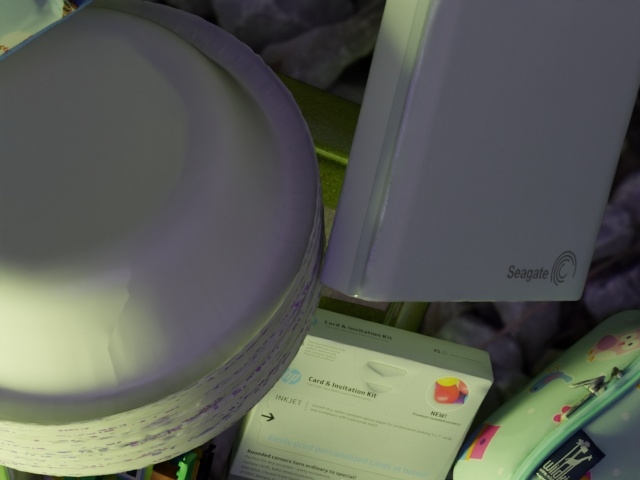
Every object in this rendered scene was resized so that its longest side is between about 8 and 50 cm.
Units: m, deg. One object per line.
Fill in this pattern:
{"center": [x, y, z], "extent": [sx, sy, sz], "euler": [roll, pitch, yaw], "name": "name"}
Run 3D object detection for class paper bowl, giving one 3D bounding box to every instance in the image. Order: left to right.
{"center": [-0.140, -0.020, 0.830], "extent": [0.284, 0.148, 0.284], "euler": [-1, 61, 2], "name": "paper bowl"}

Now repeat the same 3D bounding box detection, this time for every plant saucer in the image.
{"center": [0.000, 0.000, 0.975], "extent": [0.188, 0.045, 0.188], "euler": [20, 101, -10], "name": "plant saucer"}

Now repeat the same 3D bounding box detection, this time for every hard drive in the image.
{"center": [0.128, -0.136, 0.872], "extent": [0.233, 0.047, 0.353], "euler": [3, 105, -48], "name": "hard drive"}

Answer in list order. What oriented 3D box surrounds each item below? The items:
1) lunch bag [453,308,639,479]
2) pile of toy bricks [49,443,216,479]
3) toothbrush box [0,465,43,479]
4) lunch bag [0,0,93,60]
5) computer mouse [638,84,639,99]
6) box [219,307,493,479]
{"center": [0.240, 0.194, 1.000], "extent": [0.224, 0.108, 0.279], "euler": [-37, 107, -11], "name": "lunch bag"}
{"center": [-0.140, 0.155, 0.971], "extent": [0.105, 0.118, 0.212], "euler": [20, 113, 12], "name": "pile of toy bricks"}
{"center": [-0.333, 0.170, 0.945], "extent": [0.283, 0.122, 0.206], "euler": [-11, 105, -4], "name": "toothbrush box"}
{"center": [-0.229, -0.164, 0.792], "extent": [0.303, 0.243, 0.115], "euler": [-30, 122, 3], "name": "lunch bag"}
{"center": [0.342, -0.104, 0.980], "extent": [0.262, 0.060, 0.184], "euler": [-19, 110, 11], "name": "computer mouse"}
{"center": [0.017, 0.140, 0.989], "extent": [0.145, 0.038, 0.186], "euler": [15, 122, -9], "name": "box"}
